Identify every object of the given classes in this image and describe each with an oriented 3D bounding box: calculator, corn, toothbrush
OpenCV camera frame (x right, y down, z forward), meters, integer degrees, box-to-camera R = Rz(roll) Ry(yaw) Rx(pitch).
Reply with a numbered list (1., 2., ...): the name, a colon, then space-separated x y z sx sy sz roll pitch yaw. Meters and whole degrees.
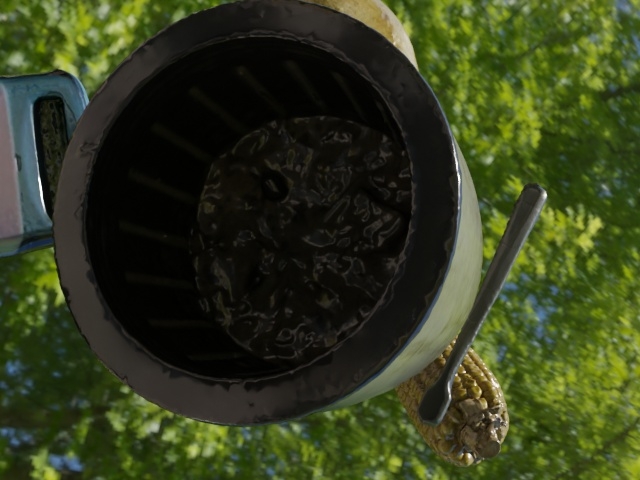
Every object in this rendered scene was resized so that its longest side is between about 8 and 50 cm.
1. calculator: -0.330 -0.063 1.028 0.293 0.051 0.173 -7 -93 -11
2. corn: 0.150 0.173 1.436 0.119 0.119 0.322 -47 -149 12
3. toothbrush: 0.172 0.063 1.179 0.030 0.030 0.297 22 -111 18

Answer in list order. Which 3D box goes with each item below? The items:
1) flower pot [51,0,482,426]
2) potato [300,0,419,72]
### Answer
1. flower pot: 0.000 0.000 0.900 0.293 0.330 0.294 -3 -100 19
2. potato: 0.003 -0.250 1.562 0.285 0.242 0.243 -7 -111 30
